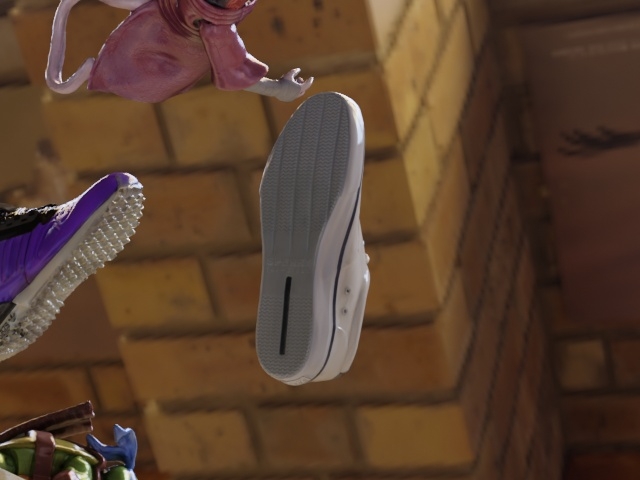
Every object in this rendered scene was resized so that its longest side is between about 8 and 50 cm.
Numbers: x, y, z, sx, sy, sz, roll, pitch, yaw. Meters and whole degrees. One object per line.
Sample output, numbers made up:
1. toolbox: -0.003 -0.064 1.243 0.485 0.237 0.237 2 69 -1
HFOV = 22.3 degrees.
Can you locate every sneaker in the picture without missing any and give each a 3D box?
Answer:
1. sneaker: 0.000 0.000 1.434 0.094 0.258 0.091 9 178 33
2. sneaker: -0.334 0.000 1.871 0.293 0.146 0.102 -45 165 22

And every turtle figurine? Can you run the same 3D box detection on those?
1. turtle figurine: -0.306 0.272 1.495 0.266 0.274 0.198 20 -178 -18

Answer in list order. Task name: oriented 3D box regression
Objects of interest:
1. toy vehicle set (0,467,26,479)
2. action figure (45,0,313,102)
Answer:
1. toy vehicle set: -0.311 0.322 1.312 0.166 0.035 0.267 -54 -164 22
2. action figure: -0.137 -0.286 1.807 0.276 0.248 0.370 4 175 -19
